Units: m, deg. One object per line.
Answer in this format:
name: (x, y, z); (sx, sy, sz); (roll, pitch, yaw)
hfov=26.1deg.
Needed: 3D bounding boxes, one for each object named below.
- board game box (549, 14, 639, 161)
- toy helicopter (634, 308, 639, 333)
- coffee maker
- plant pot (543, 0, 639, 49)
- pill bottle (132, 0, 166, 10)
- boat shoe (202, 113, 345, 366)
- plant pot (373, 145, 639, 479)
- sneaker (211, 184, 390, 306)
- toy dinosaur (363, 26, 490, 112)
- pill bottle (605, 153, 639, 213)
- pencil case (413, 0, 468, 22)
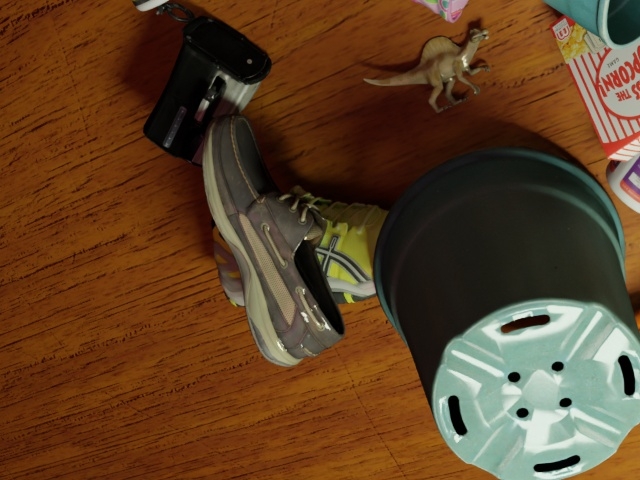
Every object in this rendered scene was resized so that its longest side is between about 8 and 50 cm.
board game box: (0.373, -0.214, 1.644); (0.147, 0.045, 0.193); (-37, 63, 37)
toy helicopter: (0.518, 0.119, 1.815); (0.235, 0.140, 0.355); (29, 117, 19)
coffee maker: (-0.175, -0.217, 1.943); (0.171, 0.120, 0.178); (50, 130, 21)
plant pot: (0.282, -0.389, 1.519); (0.255, 0.272, 0.271); (33, 130, 23)
pill bottle: (-0.245, -0.410, 1.851); (0.103, 0.103, 0.184); (-18, 109, 33)
boat shoe: (-0.053, -0.010, 1.872); (0.130, 0.132, 0.355); (-16, 96, 20)
plant pot: (0.247, 0.102, 1.712); (0.341, 0.334, 0.341); (-1, 116, -2)
sneaker: (0.000, 0.000, 1.959); (0.385, 0.145, 0.147); (-10, 114, 29)
toy dinosaur: (0.156, -0.219, 1.817); (0.183, 0.053, 0.092); (-24, 91, 27)
pill bottle: (0.443, -0.127, 1.686); (0.108, 0.108, 0.193); (34, 128, 4)
pencil case: (0.067, -0.374, 1.707); (0.284, 0.124, 0.124); (24, 127, 12)
